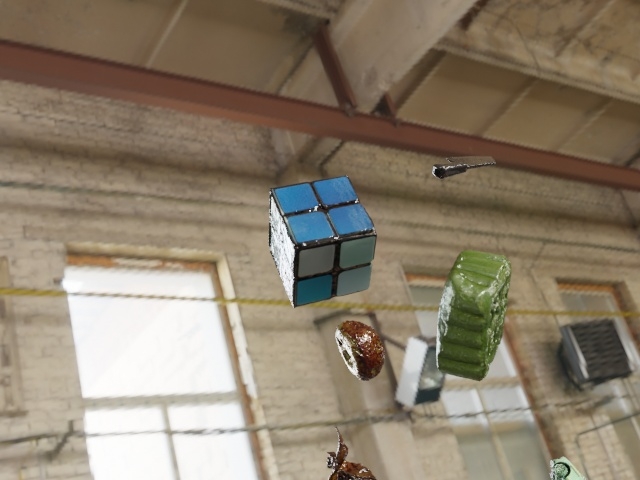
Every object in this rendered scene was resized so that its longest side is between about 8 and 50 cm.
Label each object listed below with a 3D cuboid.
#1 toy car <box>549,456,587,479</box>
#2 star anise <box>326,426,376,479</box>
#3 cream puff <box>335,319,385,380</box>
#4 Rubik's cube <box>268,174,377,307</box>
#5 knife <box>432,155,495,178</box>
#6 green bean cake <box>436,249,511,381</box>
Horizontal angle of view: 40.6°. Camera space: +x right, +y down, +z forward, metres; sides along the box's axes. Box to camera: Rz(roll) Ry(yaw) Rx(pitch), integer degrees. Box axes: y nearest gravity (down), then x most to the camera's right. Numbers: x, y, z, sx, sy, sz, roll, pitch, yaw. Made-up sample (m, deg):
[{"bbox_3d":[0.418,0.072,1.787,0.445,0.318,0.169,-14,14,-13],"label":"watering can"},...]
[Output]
[{"bbox_3d":[0.478,0.474,1.563,0.058,0.186,0.093,-20,-50,-12],"label":"toy car"},{"bbox_3d":[0.071,0.578,2.292,0.158,0.140,0.144,-33,3,32],"label":"star anise"},{"bbox_3d":[0.094,0.240,1.947,0.084,0.149,0.149,-22,-24,-16],"label":"cream puff"},{"bbox_3d":[-0.001,0.000,1.717,0.167,0.183,0.180,-11,-41,-15],"label":"Rubik's cube"},{"bbox_3d":[0.299,-0.162,1.804,0.230,0.060,0.028,-14,-53,-46],"label":"knife"},{"bbox_3d":[0.337,0.156,1.890,0.125,0.222,0.248,9,-60,23],"label":"green bean cake"}]
